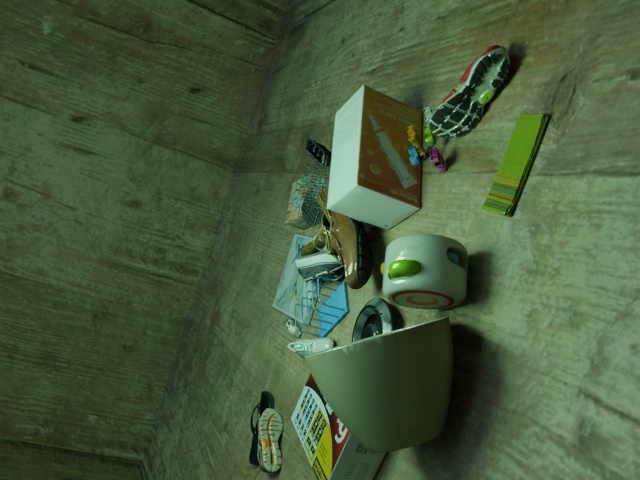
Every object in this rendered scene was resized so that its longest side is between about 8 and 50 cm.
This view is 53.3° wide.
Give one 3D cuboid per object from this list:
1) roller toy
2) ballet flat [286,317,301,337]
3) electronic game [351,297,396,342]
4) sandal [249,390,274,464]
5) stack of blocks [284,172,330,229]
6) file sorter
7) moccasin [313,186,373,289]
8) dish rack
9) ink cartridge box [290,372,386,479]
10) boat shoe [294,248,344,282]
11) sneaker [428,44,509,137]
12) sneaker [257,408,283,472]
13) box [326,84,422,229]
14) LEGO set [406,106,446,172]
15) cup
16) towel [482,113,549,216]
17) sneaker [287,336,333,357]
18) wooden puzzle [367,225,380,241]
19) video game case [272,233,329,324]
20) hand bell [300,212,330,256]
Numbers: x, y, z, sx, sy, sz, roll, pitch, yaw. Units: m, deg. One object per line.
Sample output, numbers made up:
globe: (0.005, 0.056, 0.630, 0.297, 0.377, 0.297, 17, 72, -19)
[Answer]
roller toy: (0.243, 0.070, 1.481, 0.209, 0.191, 0.146, 102, 176, -69)
ballet flat: (-0.100, 0.310, 2.265, 0.041, 0.041, 0.114, -66, 24, 13)
electronic game: (0.144, 0.270, 1.734, 0.229, 0.048, 0.229, -170, 90, -70)
sandal: (-0.217, 0.657, 2.252, 0.097, 0.054, 0.255, -28, 49, 59)
stack of blocks: (-0.022, -0.155, 2.368, 0.297, 0.087, 0.171, -18, 58, 62)
file sorter: (0.001, 0.212, 2.028, 0.170, 0.104, 0.118, -51, 31, 39)
moccasin: (0.059, -0.014, 1.895, 0.147, 0.139, 0.380, -23, 55, 12)
dish rack: (-0.025, -0.191, 2.177, 0.208, 0.074, 0.272, -124, 50, -62)
ink cartridge box: (0.038, 0.519, 1.690, 0.272, 0.130, 0.309, -68, 24, 12)
boat shoe: (0.035, 0.085, 2.060, 0.301, 0.108, 0.102, -14, 97, 46)
sneaker: (0.387, -0.379, 1.642, 0.279, 0.107, 0.118, -49, 13, 36)
sneaker: (-0.177, 0.668, 2.126, 0.083, 0.084, 0.215, 128, 149, -49)
box: (0.161, -0.239, 1.856, 0.168, 0.215, 0.345, -36, 42, 53)
LEGO set: (0.292, -0.255, 1.763, 0.087, 0.093, 0.227, -20, 43, 23)
cup: (0.153, 0.324, 1.401, 0.331, 0.331, 0.237, -30, 72, 57)
towel: (0.436, -0.173, 1.441, 0.102, 0.021, 0.237, 30, 101, 66)
sneaker: (-0.036, 0.344, 2.028, 0.212, 0.094, 0.080, -25, 49, 59)
wooden puzzle: (0.162, -0.019, 1.960, 0.083, 0.006, 0.049, -12, 62, 64)
video game case: (-0.071, 0.132, 2.333, 0.329, 0.036, 0.300, 12, 85, 67)
hand bell: (0.000, 0.000, 2.152, 0.242, 0.126, 0.126, -40, 39, 50)
